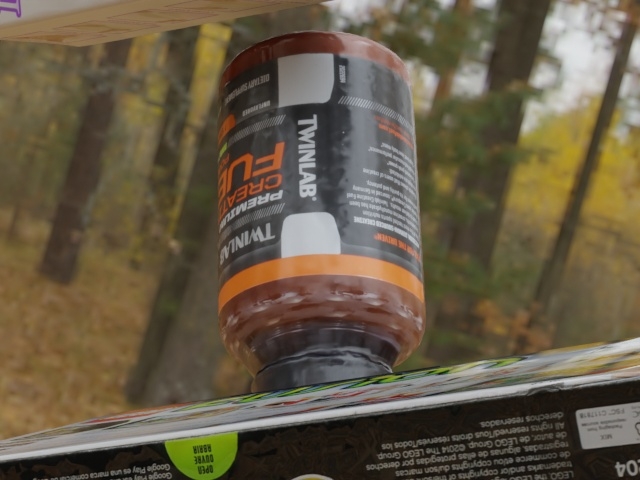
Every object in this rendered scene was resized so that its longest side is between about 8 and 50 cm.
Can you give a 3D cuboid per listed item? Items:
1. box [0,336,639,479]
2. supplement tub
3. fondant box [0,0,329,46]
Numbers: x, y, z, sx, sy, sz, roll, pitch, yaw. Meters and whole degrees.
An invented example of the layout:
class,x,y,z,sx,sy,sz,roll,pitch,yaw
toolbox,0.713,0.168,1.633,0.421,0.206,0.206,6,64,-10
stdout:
class,x,y,z,sx,sy,sz,roll,pitch,yaw
box,0.007,0.051,0.407,0.207,0.036,0.114,-11,-2,31
supplement tub,0.000,0.000,0.920,0.106,0.198,0.106,-2,-27,-1
fondant box,-0.076,-0.236,0.942,0.096,0.238,0.330,-3,1,-41
